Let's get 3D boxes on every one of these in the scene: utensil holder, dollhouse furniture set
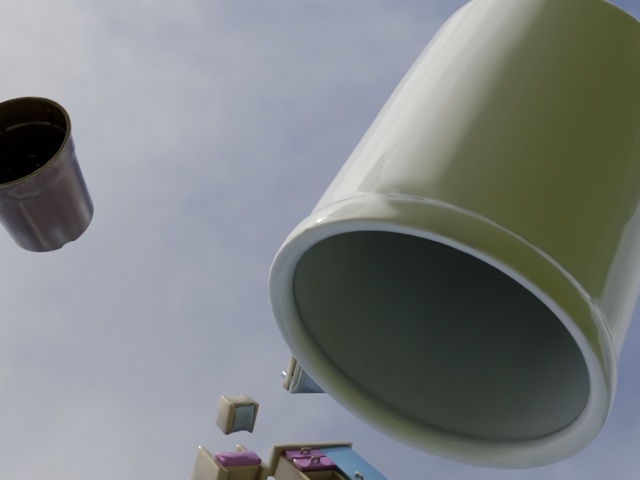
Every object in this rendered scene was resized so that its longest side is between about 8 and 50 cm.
[{"bbox_3d":[0.175,-0.025,1.076,0.327,0.327,0.385,33,-128,-2],"label":"utensil holder"},{"bbox_3d":[0.032,0.212,1.379,0.286,0.198,0.303,6,-75,-38],"label":"dollhouse furniture set"}]

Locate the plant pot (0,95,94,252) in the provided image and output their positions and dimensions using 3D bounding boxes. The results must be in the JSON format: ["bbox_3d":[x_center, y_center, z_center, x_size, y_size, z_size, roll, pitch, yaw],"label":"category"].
[{"bbox_3d":[-0.395,-0.082,1.467,0.167,0.165,0.167,-6,-129,7],"label":"plant pot"}]
